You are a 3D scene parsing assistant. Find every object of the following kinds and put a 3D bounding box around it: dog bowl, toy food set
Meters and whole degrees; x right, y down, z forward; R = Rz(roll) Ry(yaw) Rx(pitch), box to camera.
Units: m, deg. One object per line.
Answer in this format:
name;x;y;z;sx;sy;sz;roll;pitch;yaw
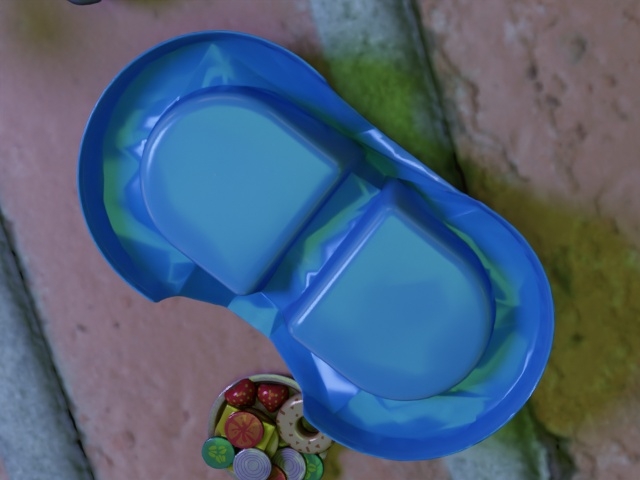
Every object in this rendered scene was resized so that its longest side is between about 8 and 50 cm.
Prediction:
dog bowl;0.000;0.000;0.694;0.297;0.074;0.166;38;103;-3
toy food set;-0.033;0.126;0.752;0.083;0.020;0.083;24;104;-1

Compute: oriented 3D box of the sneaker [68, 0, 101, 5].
sneaker;-0.121;-0.263;0.633;0.106;0.101;0.267;-4;109;-6
